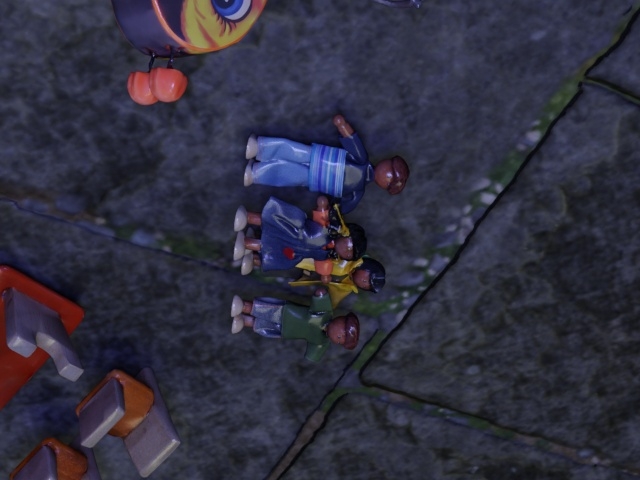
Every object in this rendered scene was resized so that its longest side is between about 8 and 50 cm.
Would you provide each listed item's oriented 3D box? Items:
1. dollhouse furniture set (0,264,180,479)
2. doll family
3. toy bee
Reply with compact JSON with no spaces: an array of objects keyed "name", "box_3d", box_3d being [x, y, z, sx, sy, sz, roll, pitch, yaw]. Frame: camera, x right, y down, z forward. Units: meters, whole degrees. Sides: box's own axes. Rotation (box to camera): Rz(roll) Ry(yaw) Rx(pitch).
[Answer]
[{"name":"dollhouse furniture set","box_3d":[-0.281,0.124,1.295,0.262,0.135,0.259,35,106,-34]},{"name":"doll family","box_3d":[0.000,0.000,1.244,0.111,0.076,0.193,9,137,6]},{"name":"toy bee","box_3d":[-0.083,-0.168,0.999,0.298,0.162,0.195,29,162,-7]}]
